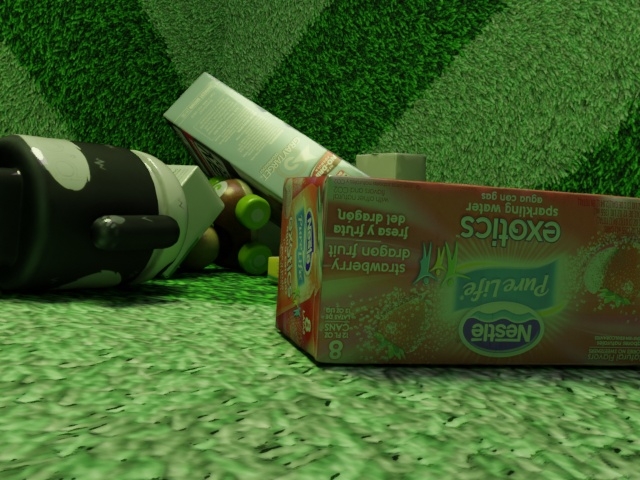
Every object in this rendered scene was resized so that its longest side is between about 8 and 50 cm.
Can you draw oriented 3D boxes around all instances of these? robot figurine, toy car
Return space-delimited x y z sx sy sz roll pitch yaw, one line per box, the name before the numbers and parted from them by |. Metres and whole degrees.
robot figurine | -0.283 -0.025 0.843 0.278 0.173 0.209 0 48 -52
toy car | -0.193 -0.013 1.167 0.189 0.148 0.155 -13 24 -28

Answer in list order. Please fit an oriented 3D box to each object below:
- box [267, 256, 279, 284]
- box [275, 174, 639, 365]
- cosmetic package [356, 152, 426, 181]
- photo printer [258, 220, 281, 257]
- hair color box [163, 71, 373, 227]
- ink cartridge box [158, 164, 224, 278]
box | 0.027 0.049 1.052 0.179 0.043 0.105 3 1 29
box | 0.124 0.024 0.637 0.300 0.142 0.154 3 3 -16
cosmetic package | 0.146 -0.066 1.571 0.107 0.237 0.127 2 4 -40
photo printer | -0.138 -0.016 1.459 0.308 0.107 0.256 3 3 -30
hair color box | -0.074 -0.112 1.250 0.374 0.113 0.185 35 -13 23
ink cartridge box | -0.272 -0.035 1.098 0.209 0.153 0.086 5 -41 37
